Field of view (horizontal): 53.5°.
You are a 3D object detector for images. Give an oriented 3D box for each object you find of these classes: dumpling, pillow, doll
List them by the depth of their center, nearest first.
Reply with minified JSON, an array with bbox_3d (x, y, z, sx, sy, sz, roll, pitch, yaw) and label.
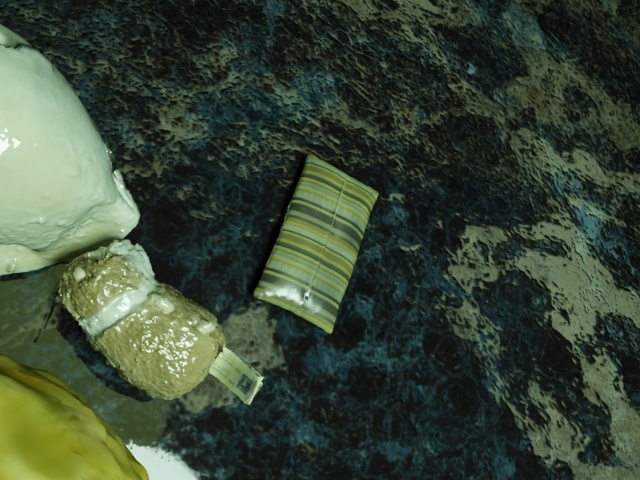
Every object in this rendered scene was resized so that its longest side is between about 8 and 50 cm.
[{"bbox_3d":[-0.299,-0.057,0.545,0.227,0.175,0.243,-31,104,4],"label":"dumpling"},{"bbox_3d":[-0.157,0.091,0.627,0.221,0.105,0.115,38,78,-12],"label":"doll"},{"bbox_3d":[0.000,0.000,0.777,0.113,0.038,0.203,27,66,-19],"label":"pillow"}]

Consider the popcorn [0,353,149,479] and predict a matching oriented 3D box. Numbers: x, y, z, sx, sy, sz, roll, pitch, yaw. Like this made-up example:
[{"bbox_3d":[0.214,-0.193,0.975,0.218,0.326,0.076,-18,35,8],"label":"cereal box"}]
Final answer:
[{"bbox_3d":[-0.289,0.216,0.384,0.354,0.390,0.344,-39,79,1],"label":"popcorn"}]
